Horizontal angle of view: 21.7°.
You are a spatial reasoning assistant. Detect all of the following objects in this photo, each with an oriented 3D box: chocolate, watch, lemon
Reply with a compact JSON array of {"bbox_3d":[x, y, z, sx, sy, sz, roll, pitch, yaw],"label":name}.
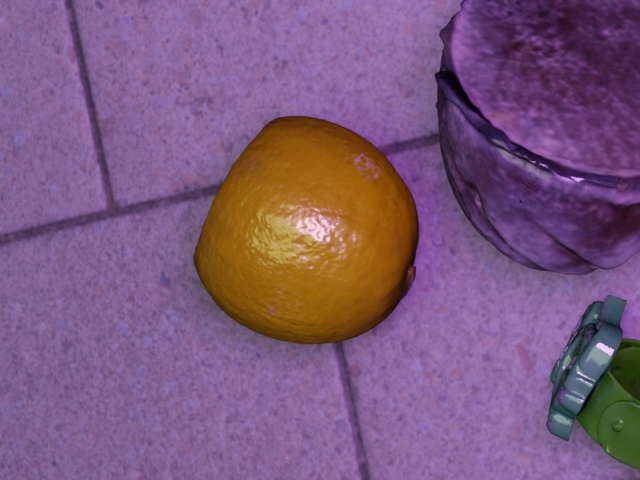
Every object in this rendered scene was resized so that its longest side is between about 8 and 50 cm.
[{"bbox_3d":[0.237,-0.089,1.618,0.303,0.303,0.213,36,140,21],"label":"chocolate"},{"bbox_3d":[0.316,0.145,1.667,0.152,0.165,0.131,26,117,4],"label":"watch"},{"bbox_3d":[0.000,0.000,1.766,0.219,0.240,0.240,29,109,11],"label":"lemon"}]
